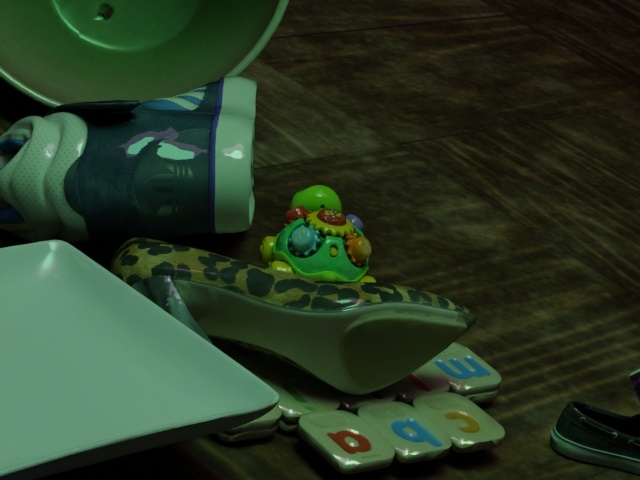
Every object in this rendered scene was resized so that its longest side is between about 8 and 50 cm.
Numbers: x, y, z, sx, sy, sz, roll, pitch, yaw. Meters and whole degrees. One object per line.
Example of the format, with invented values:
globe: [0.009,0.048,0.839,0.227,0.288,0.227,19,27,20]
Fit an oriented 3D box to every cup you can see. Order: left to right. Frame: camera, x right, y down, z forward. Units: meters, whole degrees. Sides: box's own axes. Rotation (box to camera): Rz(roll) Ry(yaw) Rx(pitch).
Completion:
cup: [-0.193,-0.274,1.923,0.331,0.331,0.237,15,-1,-5]

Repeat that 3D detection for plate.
plate: [-0.215,0.089,1.356,0.277,0.045,0.278,-10,30,-42]

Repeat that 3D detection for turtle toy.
turtle toy: [0.000,0.000,1.671,0.095,0.066,0.130,9,24,-14]

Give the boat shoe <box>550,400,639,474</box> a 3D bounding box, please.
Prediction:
boat shoe: [0.253,0.158,1.578,0.142,0.040,0.049,11,25,-14]

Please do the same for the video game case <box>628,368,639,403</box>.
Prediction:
video game case: [0.393,0.079,1.587,0.210,0.232,0.042,7,59,-54]

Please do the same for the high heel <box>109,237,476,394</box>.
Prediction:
high heel: [-0.025,0.037,1.530,0.261,0.093,0.186,-9,38,-27]

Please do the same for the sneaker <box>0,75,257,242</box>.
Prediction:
sneaker: [-0.173,-0.071,1.678,0.236,0.130,0.323,1,10,-2]

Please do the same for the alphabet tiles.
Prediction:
alphabet tiles: [0.001,0.099,1.562,0.284,0.021,0.278,-5,30,-39]
